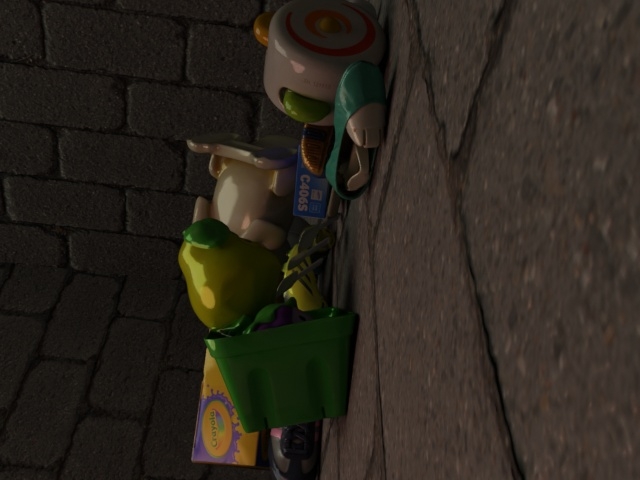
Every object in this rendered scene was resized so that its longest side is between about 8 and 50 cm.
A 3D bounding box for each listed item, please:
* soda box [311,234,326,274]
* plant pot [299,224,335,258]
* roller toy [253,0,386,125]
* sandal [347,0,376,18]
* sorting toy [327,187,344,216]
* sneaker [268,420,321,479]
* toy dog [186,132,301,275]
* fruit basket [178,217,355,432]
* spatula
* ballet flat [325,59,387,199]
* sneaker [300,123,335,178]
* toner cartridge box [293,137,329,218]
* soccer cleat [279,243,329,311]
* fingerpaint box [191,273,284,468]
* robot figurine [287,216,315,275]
[{"bbox_3d":[-0.023,0.035,1.911,0.210,0.067,0.071,112,164,-74],"label":"soda box"},{"bbox_3d":[0.000,0.000,1.656,0.079,0.083,0.084,165,111,-72],"label":"plant pot"},{"bbox_3d":[0.005,-0.300,1.145,0.209,0.191,0.146,60,154,30],"label":"roller toy"},{"bbox_3d":[0.053,-0.391,1.377,0.265,0.101,0.076,122,157,-61],"label":"sandal"},{"bbox_3d":[0.054,-0.180,1.442,0.193,0.038,0.208,101,178,-49],"label":"sorting toy"},{"bbox_3d":[-0.052,0.373,1.495,0.319,0.112,0.131,-90,4,-48],"label":"sneaker"},{"bbox_3d":[-0.179,-0.065,1.842,0.395,0.284,0.408,-34,-45,-62],"label":"toy dog"},{"bbox_3d":[-0.096,0.127,1.257,0.392,0.282,0.393,171,90,-85],"label":"fruit basket"},{"bbox_3d":[-0.017,0.022,1.490,0.242,0.019,0.168,-31,-36,-63],"label":"spatula"},{"bbox_3d":[0.062,-0.153,1.066,0.247,0.083,0.087,101,149,-51],"label":"ballet flat"},{"bbox_3d":[0.029,-0.222,1.295,0.131,0.111,0.297,118,169,-62],"label":"sneaker"},{"bbox_3d":[-0.001,-0.196,1.631,0.348,0.075,0.165,-78,-7,-63],"label":"toner cartridge box"},{"bbox_3d":[-0.033,0.136,1.579,0.093,0.121,0.289,76,-165,-54],"label":"soccer cleat"},{"bbox_3d":[-0.141,0.330,1.729,0.371,0.163,0.445,52,-140,-64],"label":"fingerpaint box"},{"bbox_3d":[-0.110,0.041,2.172,0.300,0.199,0.353,55,-169,-19],"label":"robot figurine"}]
